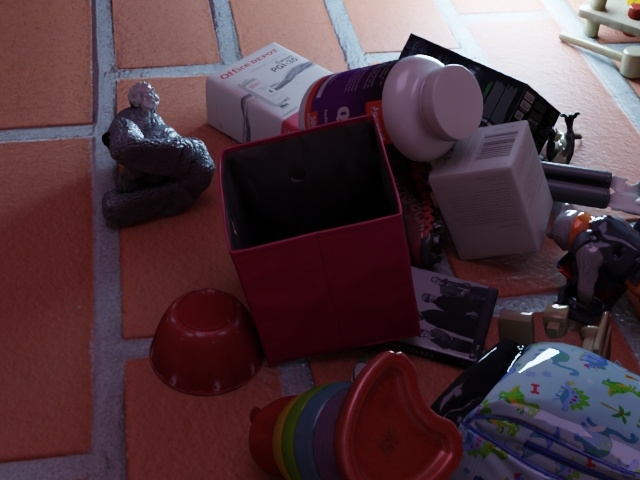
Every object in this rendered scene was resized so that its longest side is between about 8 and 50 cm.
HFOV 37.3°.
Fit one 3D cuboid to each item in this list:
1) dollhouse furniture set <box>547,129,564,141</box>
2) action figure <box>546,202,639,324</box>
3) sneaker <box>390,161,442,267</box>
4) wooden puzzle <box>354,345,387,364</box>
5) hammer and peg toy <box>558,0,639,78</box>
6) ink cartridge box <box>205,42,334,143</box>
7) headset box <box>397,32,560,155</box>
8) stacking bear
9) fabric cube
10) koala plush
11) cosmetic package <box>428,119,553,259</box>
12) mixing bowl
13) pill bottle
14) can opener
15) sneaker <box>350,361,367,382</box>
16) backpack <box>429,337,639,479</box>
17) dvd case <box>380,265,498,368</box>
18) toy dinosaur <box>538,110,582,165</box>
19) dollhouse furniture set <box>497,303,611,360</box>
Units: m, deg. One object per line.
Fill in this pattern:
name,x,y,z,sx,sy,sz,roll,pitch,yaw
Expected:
dollhouse furniture set,0.448,-0.257,1.967,0.114,0.081,0.091,3,23,-17
action figure,0.548,0.021,1.596,0.330,0.179,0.341,24,42,21
sneaker,0.147,-0.054,1.710,0.135,0.098,0.276,-7,47,1
wooden puzzle,0.088,0.190,1.495,0.083,0.006,0.049,22,44,19
hammer and peg toy,0.755,-0.541,2.280,0.266,0.127,0.361,27,46,24
ink cartridge box,-0.067,-0.267,1.913,0.283,0.117,0.207,32,50,28
headset box,0.289,-0.273,1.848,0.283,0.131,0.246,31,9,26
stacking bear,0.010,0.256,1.221,0.164,0.175,0.289,-43,16,-32
fabric cube,0.000,0.000,1.477,0.259,0.258,0.254,-12,43,2
koala plush,-0.320,-0.168,1.746,0.203,0.196,0.221,-6,41,-28
cosmetic package,0.303,-0.086,1.658,0.151,0.184,0.151,-6,34,30
mixing bowl,-0.176,0.140,1.462,0.181,0.098,0.181,2,42,-2
pill bottle,0.121,-0.222,1.665,0.181,0.182,0.323,-35,20,-35
can opener,0.505,-0.084,1.737,0.280,0.093,0.074,12,60,7
sneaker,0.083,0.227,1.414,0.052,0.058,0.135,-10,43,-15
backpack,0.340,0.280,1.255,0.355,0.273,0.290,41,34,18
dvd case,0.161,0.115,1.568,0.238,0.030,0.179,14,43,13
toy dinosaur,0.475,-0.185,1.868,0.064,0.118,0.268,6,38,25
dollhouse furniture set,0.369,0.150,1.480,0.151,0.144,0.123,5,34,24
